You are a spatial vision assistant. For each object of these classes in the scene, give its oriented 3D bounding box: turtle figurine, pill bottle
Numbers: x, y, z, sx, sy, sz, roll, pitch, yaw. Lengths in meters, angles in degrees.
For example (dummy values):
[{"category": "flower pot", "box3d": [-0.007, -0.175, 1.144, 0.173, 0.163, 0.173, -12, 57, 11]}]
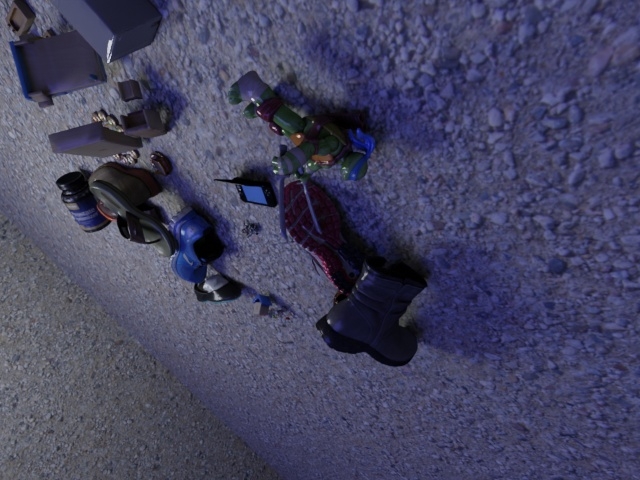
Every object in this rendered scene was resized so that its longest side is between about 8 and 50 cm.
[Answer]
[{"category": "turtle figurine", "box3d": [-0.066, -0.154, 0.779, 0.266, 0.198, 0.274, 45, 128, 9]}, {"category": "pill bottle", "box3d": [-0.901, -0.147, 1.610, 0.123, 0.122, 0.219, 16, 138, 30]}]

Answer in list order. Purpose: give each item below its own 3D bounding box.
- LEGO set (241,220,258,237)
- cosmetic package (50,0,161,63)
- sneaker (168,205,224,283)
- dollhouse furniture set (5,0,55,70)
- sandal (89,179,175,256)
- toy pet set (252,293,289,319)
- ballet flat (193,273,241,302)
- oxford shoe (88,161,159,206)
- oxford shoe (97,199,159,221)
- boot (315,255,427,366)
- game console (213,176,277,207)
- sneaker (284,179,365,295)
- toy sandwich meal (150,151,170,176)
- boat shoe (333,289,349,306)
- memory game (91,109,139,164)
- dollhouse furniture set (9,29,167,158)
[{"category": "LEGO set", "box3d": [-0.203, -0.027, 1.197, 0.054, 0.023, 0.083, 36, 144, 6]}, {"category": "cosmetic package", "box3d": [-0.455, -0.494, 0.844, 0.238, 0.127, 0.107, 52, 142, -12]}, {"category": "sneaker", "box3d": [-0.396, 0.047, 1.361, 0.147, 0.130, 0.329, 33, 143, 14]}, {"category": "dollhouse furniture set", "box3d": [-0.798, -0.528, 1.115, 0.144, 0.123, 0.151, -6, 124, 45]}, {"category": "sandal", "box3d": [-0.565, -0.048, 1.253, 0.303, 0.086, 0.120, 44, 141, -20]}, {"category": "toy pet set", "box3d": [-0.173, 0.223, 1.425, 0.114, 0.065, 0.122, 21, 162, -38]}, {"category": "ballet flat", "box3d": [-0.387, 0.175, 1.523, 0.281, 0.095, 0.096, -13, 107, 48]}, {"category": "oxford shoe", "box3d": [-0.683, -0.173, 1.381, 0.349, 0.130, 0.122, 6, 132, 37]}, {"category": "oxford shoe", "box3d": [-0.674, -0.115, 1.485, 0.272, 0.097, 0.098, 19, 124, 16]}, {"category": "boot", "box3d": [0.172, 0.167, 0.964, 0.222, 0.338, 0.118, -52, 47, 17]}, {"category": "game console", "box3d": [-0.185, -0.117, 1.046, 0.122, 0.071, 0.107, 14, 136, 33]}, {"category": "sneaker", "box3d": [0.000, 0.000, 0.975, 0.299, 0.121, 0.112, 59, 171, -12]}, {"category": "toy sandwich meal", "box3d": [-0.469, -0.218, 1.228, 0.086, 0.029, 0.085, 24, 141, 21]}, {"category": "boat shoe", "box3d": [0.061, 0.164, 1.131, 0.064, 0.060, 0.177, 32, 143, 12]}, {"category": "memory game", "box3d": [-0.629, -0.310, 1.290, 0.186, 0.012, 0.186, 24, 141, 21]}, {"category": "dollhouse furniture set", "box3d": [-0.566, -0.393, 1.094, 0.287, 0.198, 0.303, -13, 97, 5]}]
